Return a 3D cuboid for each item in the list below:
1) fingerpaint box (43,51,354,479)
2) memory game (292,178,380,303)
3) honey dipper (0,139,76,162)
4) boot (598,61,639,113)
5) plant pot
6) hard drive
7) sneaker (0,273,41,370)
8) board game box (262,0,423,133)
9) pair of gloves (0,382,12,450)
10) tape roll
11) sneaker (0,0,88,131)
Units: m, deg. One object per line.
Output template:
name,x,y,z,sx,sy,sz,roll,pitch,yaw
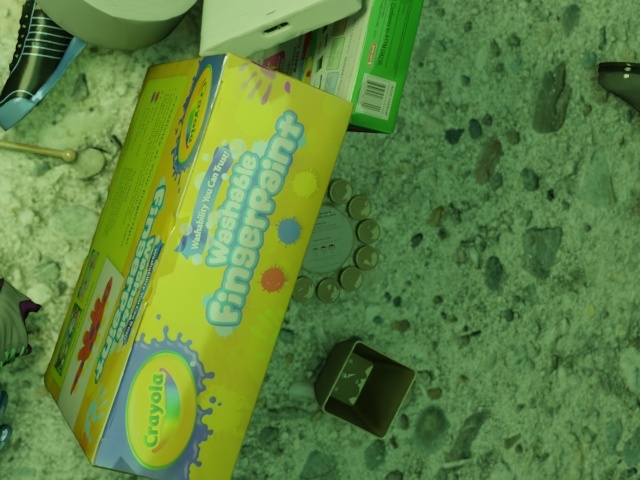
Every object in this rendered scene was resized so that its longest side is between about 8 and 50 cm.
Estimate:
fingerpaint box,-0.160,0.021,1.286,0.163,0.371,0.445,19,89,-22
memory game,0.000,0.000,1.539,0.186,0.012,0.186,-3,97,-21
honey dipper,-0.387,-0.118,1.365,0.160,0.030,0.031,10,93,-26
boot,0.550,-0.133,1.691,0.338,0.118,0.223,20,94,-18
plant pot,0.051,0.201,1.537,0.109,0.096,0.109,29,85,-23
hard drive,-0.046,-0.364,1.306,0.040,0.203,0.308,42,39,-47
sneaker,-0.394,0.137,1.309,0.098,0.083,0.224,34,41,-27
board game box,0.019,-0.259,1.351,0.064,0.316,0.242,13,92,-24
pair of gloves,-0.457,0.231,1.324,0.198,0.023,0.159,40,62,-50
tape roll,-0.249,-0.344,1.317,0.219,0.072,0.219,13,64,-27
sneaker,-0.345,-0.246,1.341,0.090,0.081,0.232,39,75,-18
